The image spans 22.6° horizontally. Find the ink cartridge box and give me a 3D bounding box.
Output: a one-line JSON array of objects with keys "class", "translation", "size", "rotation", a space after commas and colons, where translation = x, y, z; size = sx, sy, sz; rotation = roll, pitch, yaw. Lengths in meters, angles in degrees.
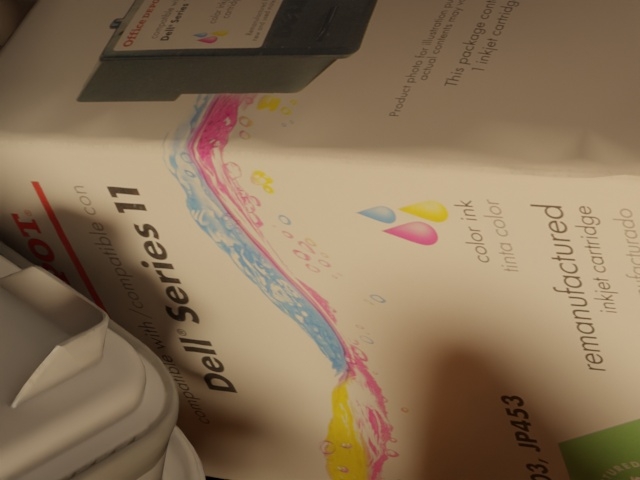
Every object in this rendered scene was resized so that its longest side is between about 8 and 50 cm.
[{"class": "ink cartridge box", "translation": [0.000, 0.000, 0.619], "size": [0.119, 0.353, 0.207], "rotation": [-62, 144, -36]}]

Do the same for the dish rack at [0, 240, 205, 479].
[{"class": "dish rack", "translation": [-0.223, 0.025, 0.511], "size": [0.332, 0.072, 0.285], "rotation": [31, 34, 24]}]
